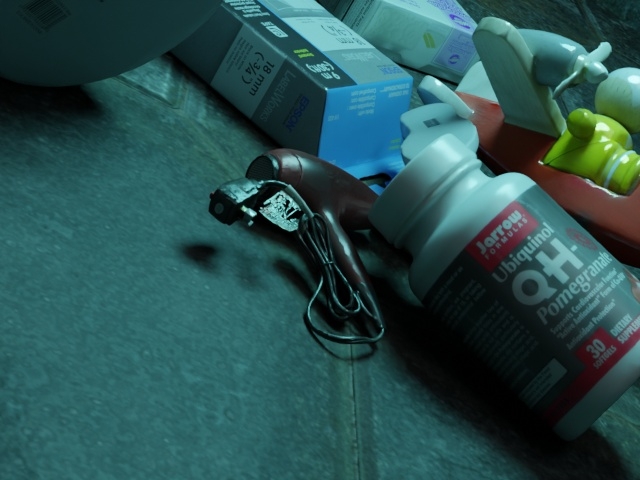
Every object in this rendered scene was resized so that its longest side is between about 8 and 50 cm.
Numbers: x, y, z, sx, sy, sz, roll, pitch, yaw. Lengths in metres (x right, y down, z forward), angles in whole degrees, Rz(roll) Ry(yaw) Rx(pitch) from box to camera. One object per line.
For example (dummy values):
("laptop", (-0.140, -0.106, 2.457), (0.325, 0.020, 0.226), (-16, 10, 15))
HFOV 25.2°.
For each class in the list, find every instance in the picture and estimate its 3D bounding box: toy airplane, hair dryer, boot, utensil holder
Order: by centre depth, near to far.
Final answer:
("utensil holder", (-0.289, -0.404, 1.507), (0.328, 0.327, 0.385), (3, 52, -49))
("hair dryer", (0.000, 0.000, 1.526), (0.223, 0.080, 0.293), (50, 30, -1))
("boot", (0.150, -0.080, 1.723), (0.258, 0.095, 0.123), (-85, 160, -72))
("toy airplane", (0.313, -0.131, 1.859), (0.384, 0.272, 0.386), (50, 1, -5))

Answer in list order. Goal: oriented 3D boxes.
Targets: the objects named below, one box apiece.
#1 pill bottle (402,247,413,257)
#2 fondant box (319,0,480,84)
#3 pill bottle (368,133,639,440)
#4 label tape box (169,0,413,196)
("pill bottle", (0.123, -0.008, 1.666), (0.116, 0.065, 0.065), (38, 25, 12))
("fondant box", (0.102, -0.405, 2.345), (0.238, 0.096, 0.330), (14, 32, -36))
("pill bottle", (0.205, 0.041, 1.505), (0.318, 0.176, 0.176), (44, 26, 10))
("label tape box", (0.002, -0.192, 1.812), (0.334, 0.106, 0.241), (41, 26, 17))
